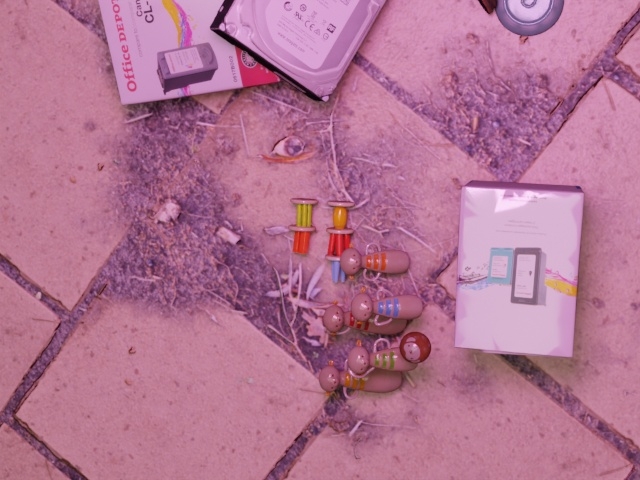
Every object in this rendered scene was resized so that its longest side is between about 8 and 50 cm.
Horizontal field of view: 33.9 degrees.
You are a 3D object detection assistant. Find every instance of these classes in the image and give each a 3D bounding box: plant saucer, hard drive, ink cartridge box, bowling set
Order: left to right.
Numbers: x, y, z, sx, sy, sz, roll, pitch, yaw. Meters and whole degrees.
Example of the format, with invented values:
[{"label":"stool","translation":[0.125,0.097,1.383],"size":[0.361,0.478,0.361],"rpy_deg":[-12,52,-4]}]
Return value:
[{"label":"ink cartridge box","translation":[-0.219,-0.376,1.879],"size":[0.306,0.131,0.226],"rpy_deg":[-7,104,12]},{"label":"hard drive","translation":[-0.003,-0.438,1.777],"size":[0.237,0.064,0.339],"rpy_deg":[32,85,-26]},{"label":"bowling set","translation":[0.095,0.150,1.825],"size":[0.154,0.200,0.287],"rpy_deg":[1,94,-14]},{"label":"ink cartridge box","translation":[0.335,0.042,1.773],"size":[0.197,0.198,0.270],"rpy_deg":[4,98,12]},{"label":"plant saucer","translation":[0.359,-0.413,1.810],"size":[0.119,0.021,0.119],"rpy_deg":[1,95,13]}]

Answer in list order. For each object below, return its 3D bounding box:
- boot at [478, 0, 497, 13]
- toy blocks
[{"label":"boot","translation":[0.284,-0.503,1.785],"size":[0.106,0.082,0.219],"rpy_deg":[-24,107,2]},{"label":"toy blocks","translation":[0.000,0.000,1.919],"size":[0.123,0.054,0.148],"rpy_deg":[4,97,12]}]
